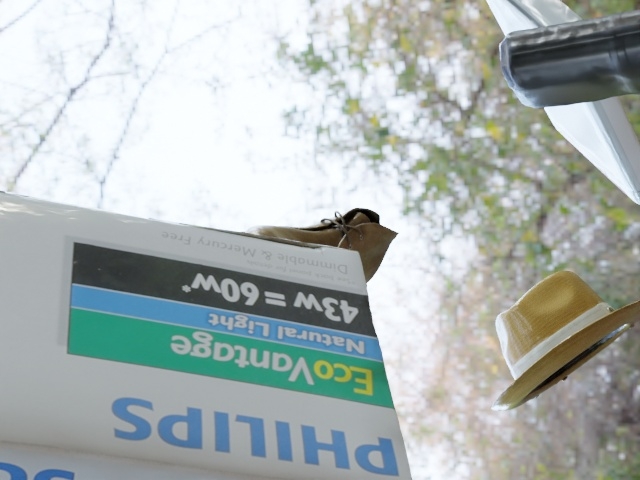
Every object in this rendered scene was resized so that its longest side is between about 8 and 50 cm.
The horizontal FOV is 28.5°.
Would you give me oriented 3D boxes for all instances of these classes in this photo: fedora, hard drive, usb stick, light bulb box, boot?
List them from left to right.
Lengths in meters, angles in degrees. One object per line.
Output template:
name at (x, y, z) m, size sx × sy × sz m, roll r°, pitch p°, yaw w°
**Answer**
light bulb box at (-0.176, 0.176, 0.798) m, size 0.225 × 0.358 × 0.361 m, roll -101°, pitch 27°, yaw -53°
boot at (0.000, 0.000, 1.539) m, size 0.115 × 0.112 × 0.305 m, roll -48°, pitch -21°, yaw 15°
fedora at (0.220, 0.084, 1.189) m, size 0.079 × 0.194 × 0.194 m, roll 54°, pitch -150°, yaw 15°
hard drive at (0.333, -0.217, 1.704) m, size 0.047 × 0.233 × 0.353 m, roll -38°, pitch -45°, yaw 2°
usb stick at (0.247, -0.125, 0.771) m, size 0.077 × 0.278 × 0.045 m, roll 32°, pitch -124°, yaw -58°
